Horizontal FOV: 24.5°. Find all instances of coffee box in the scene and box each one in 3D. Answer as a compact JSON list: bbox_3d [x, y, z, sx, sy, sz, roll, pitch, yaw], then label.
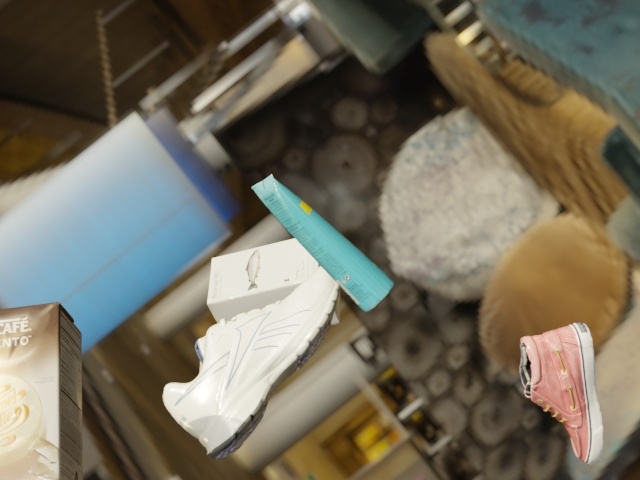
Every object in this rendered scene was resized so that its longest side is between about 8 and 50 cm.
[{"bbox_3d":[-0.334,0.203,1.588,0.098,0.141,0.246,72,-168,-65],"label":"coffee box"}]

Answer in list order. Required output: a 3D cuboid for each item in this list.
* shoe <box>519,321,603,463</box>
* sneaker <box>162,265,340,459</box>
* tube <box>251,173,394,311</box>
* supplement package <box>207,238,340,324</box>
[{"bbox_3d":[0.278,0.184,1.718,0.063,0.081,0.178,-115,15,-70],"label":"shoe"},{"bbox_3d":[-0.082,0.134,1.884,0.129,0.297,0.111,37,156,10],"label":"sneaker"},{"bbox_3d":[0.000,0.000,1.809,0.207,0.052,0.080,44,154,-8],"label":"tube"},{"bbox_3d":[-0.069,0.076,2.249,0.105,0.179,0.105,-89,-20,-46],"label":"supplement package"}]
